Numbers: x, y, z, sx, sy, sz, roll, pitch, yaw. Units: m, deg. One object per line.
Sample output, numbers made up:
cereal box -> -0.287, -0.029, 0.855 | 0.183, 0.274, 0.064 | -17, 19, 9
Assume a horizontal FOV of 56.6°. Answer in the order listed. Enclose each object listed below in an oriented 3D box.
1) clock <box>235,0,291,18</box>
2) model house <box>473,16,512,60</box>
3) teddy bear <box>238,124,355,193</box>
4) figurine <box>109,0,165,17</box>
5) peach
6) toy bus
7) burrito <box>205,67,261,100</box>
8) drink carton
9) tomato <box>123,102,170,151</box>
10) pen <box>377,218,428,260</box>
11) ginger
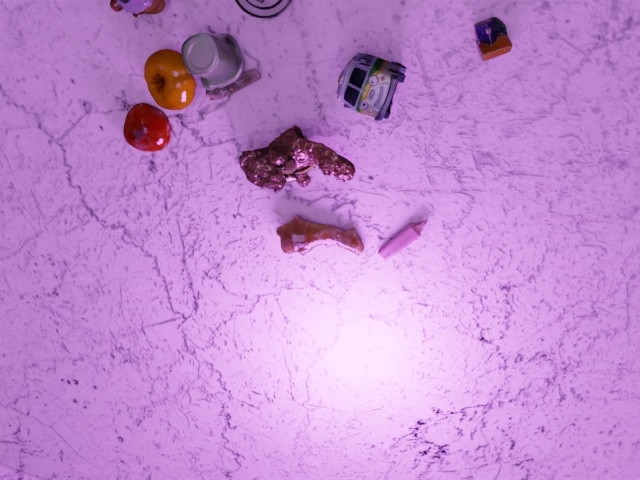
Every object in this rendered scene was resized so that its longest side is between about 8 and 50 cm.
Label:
clock -> -0.157, -0.713, 1.648 | 0.184, 0.040, 0.184 | 2, 113, 5
model house -> 0.471, -0.550, 1.616 | 0.087, 0.100, 0.101 | -15, 111, 13
teddy bear -> -0.078, -0.214, 1.764 | 0.296, 0.246, 0.222 | 36, 96, 21
figurine -> -0.541, -0.749, 1.634 | 0.194, 0.133, 0.274 | -24, 99, 16
peach -> -0.439, -0.470, 1.742 | 0.179, 0.103, 0.179 | 22, 126, 33
toy bus -> 0.135, -0.425, 1.618 | 0.164, 0.276, 0.134 | 21, 114, 1
burrito -> -0.261, -0.464, 1.772 | 0.185, 0.041, 0.045 | -21, 119, 17
drink carton -> -0.311, -0.517, 1.683 | 0.144, 0.142, 0.146 | -18, 94, 13
tomato -> -0.544, -0.341, 1.844 | 0.155, 0.069, 0.156 | 2, 115, 5
pen -> 0.270, -0.008, 1.921 | 0.197, 0.032, 0.053 | -39, 104, 23
ginger -> 0.000, 0.000, 1.931 | 0.294, 0.086, 0.131 | 12, 93, -4
